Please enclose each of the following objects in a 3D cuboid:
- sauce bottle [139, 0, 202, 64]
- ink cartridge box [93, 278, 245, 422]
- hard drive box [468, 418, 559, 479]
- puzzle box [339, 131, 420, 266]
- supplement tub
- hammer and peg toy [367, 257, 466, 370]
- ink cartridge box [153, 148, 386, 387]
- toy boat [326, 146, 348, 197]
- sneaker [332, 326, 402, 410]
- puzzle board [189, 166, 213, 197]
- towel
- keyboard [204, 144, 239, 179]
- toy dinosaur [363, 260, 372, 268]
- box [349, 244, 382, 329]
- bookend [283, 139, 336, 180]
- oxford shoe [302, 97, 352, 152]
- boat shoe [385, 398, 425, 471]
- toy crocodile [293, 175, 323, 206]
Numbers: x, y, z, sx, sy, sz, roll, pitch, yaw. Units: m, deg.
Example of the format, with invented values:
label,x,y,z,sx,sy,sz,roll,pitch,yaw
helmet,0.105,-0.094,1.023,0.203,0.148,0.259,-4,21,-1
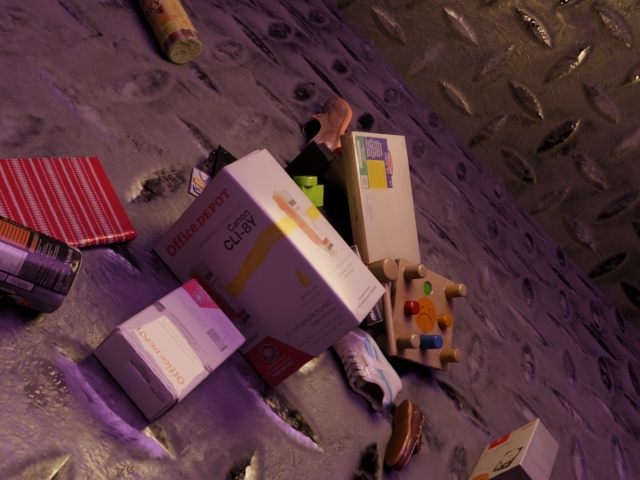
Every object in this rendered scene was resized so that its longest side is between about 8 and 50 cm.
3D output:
label,x,y,z,sx,sy,sz,roll,pitch,yaw
sauce bottle,-0.455,-0.664,1.749,0.111,0.111,0.344,-2,55,-53
ink cartridge box,-0.257,0.186,1.068,0.158,0.092,0.218,50,29,1
hard drive box,0.473,0.563,1.499,0.089,0.181,0.232,53,30,9
puzzle box,0.184,-0.115,1.811,0.272,0.052,0.409,-6,89,-49
supplement tub,-0.480,0.029,0.932,0.190,0.117,0.117,28,36,-30
hammer and peg toy,0.230,0.190,1.582,0.361,0.127,0.266,23,67,-39
ink cartridge box,-0.108,0.057,1.224,0.385,0.279,0.160,49,32,1
toy boat,0.128,-0.208,1.888,0.231,0.151,0.151,45,-8,-30
sneaker,0.095,0.288,1.415,0.229,0.087,0.092,48,35,4
puzzle board,-0.260,-0.120,1.486,0.128,0.011,0.096,30,35,-29
towel,-0.487,-0.067,1.117,0.275,0.031,0.199,-12,67,-54
keyboard,-0.250,-0.180,1.542,0.108,0.023,0.180,39,26,-28
toy dinosaur,0.119,0.091,1.608,0.112,0.064,0.211,18,30,20
box,0.087,0.125,1.482,0.184,0.045,0.191,104,-32,-76
bookend,-0.017,-0.229,1.775,0.072,0.157,0.156,51,31,2
oxford shoe,0.018,-0.394,2.040,0.132,0.130,0.364,29,36,-20
boat shoe,0.202,0.448,1.384,0.073,0.073,0.207,44,31,-5
toy crocodile,-0.089,-0.108,1.613,0.340,0.105,0.115,-23,116,-59
